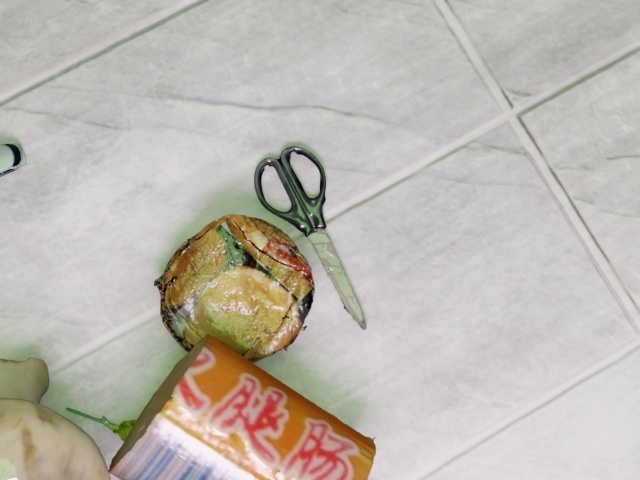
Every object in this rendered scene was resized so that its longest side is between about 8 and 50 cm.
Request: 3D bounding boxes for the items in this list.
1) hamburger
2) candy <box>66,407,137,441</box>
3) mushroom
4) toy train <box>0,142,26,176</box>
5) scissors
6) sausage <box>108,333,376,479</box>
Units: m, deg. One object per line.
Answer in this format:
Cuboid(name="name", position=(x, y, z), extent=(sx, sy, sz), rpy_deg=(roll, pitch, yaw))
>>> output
Cuboid(name="hamburger", position=(-0.121, 0.076, 1.733), extent=(0.231, 0.107, 0.231), rpy_deg=(1, 83, -5))
Cuboid(name="candy", position=(-0.310, 0.261, 1.723), extent=(0.123, 0.035, 0.035), rpy_deg=(18, 90, 9))
Cuboid(name="mushroom", position=(-0.424, 0.310, 1.585), extent=(0.314, 0.314, 0.336), rpy_deg=(-2, 37, -5))
Cuboid(name="toy train", position=(-0.535, -0.091, 1.763), extent=(0.207, 0.047, 0.043), rpy_deg=(-25, 83, -7))
Cuboid(name="scissors", position=(0.000, 0.000, 1.798), extent=(0.109, 0.022, 0.300), rpy_deg=(-27, 83, -5))
Cuboid(name="sausage", position=(-0.105, 0.290, 1.608), extent=(0.287, 0.233, 0.233), rpy_deg=(33, 78, -5))
